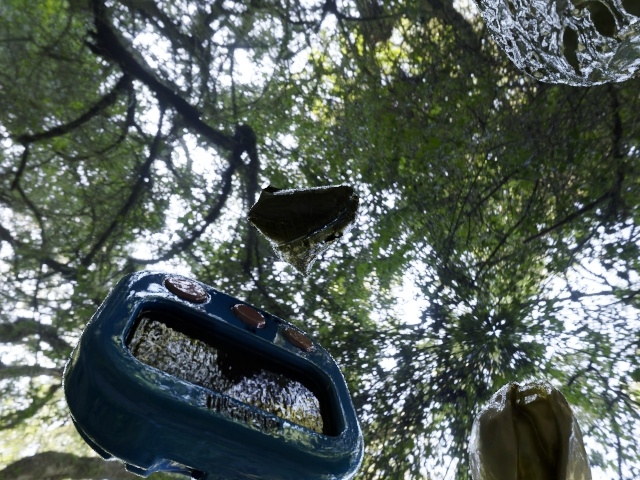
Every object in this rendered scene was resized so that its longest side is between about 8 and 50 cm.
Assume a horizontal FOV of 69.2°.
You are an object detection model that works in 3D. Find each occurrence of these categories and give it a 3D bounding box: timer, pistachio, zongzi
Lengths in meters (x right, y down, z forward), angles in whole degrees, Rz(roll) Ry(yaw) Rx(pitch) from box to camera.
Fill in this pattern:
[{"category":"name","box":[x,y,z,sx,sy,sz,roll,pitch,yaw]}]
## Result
[{"category":"timer","box":[-0.119,0.171,0.572,0.340,0.309,0.115,28,-80,-16]},{"category":"pistachio","box":[0.217,0.231,0.489,0.117,0.145,0.200,-12,-68,22]},{"category":"zongzi","box":[0.000,0.000,0.911,0.221,0.242,0.112,-1,-136,36]}]

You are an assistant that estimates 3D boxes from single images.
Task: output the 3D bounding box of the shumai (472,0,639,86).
[{"category":"shumai","box":[0.243,-0.278,0.287,0.289,0.292,0.329,-24,-110,7]}]
